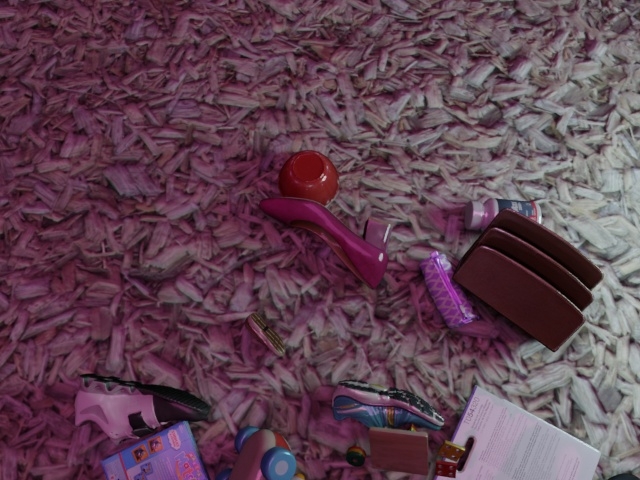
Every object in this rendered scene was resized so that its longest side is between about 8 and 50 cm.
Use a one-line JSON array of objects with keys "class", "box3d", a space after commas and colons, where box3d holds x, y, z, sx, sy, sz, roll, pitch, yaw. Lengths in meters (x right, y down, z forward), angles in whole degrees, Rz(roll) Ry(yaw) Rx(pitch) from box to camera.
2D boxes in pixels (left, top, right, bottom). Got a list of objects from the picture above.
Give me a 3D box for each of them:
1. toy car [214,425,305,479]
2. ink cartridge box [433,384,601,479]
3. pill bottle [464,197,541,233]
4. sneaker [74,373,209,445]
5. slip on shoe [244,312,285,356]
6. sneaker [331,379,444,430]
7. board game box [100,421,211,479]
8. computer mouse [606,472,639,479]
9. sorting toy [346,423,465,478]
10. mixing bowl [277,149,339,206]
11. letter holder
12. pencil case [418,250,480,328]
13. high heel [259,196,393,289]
[{"class": "toy car", "box3d": [-0.087, 0.568, 1.141, 0.238, 0.219, 0.210, 33, 72, -22]}, {"class": "ink cartridge box", "box3d": [0.451, 0.570, 1.192, 0.330, 0.071, 0.323, 28, 75, 11]}, {"class": "pill bottle", "box3d": [0.497, -0.061, 1.371, 0.180, 0.108, 0.107, 5, 73, 1]}, {"class": "sneaker", "box3d": [-0.432, 0.421, 1.200, 0.331, 0.122, 0.146, 7, 79, 9]}, {"class": "slip on shoe", "box3d": [-0.146, 0.250, 1.295, 0.135, 0.051, 0.041, 47, 117, 4]}, {"class": "sneaker", "box3d": [0.163, 0.423, 1.231, 0.276, 0.107, 0.109, 12, 92, 7]}, {"class": "board game box", "box3d": [-0.393, 0.552, 1.193, 0.212, 0.039, 0.160, -25, 75, -8]}, {"class": "computer mouse", "box3d": [0.672, 0.646, 1.108, 0.060, 0.184, 0.262, 38, 74, -11]}, {"class": "sorting toy", "box3d": [0.194, 0.481, 1.166, 0.275, 0.132, 0.046, 1, 29, 16]}, {"class": "mixing bowl", "box3d": [-0.034, -0.185, 1.403, 0.182, 0.098, 0.181, 0, 72, 0]}, {"class": "letter holder", "box3d": [0.526, 0.085, 1.250, 0.302, 0.152, 0.214, 37, 117, 9]}, {"class": "pencil case", "box3d": [0.334, 0.134, 1.316, 0.087, 0.088, 0.205, -26, 73, 2]}, {"class": "high heel", "box3d": [0.000, 0.000, 1.337, 0.378, 0.127, 0.181, 14, 79, 8]}]
